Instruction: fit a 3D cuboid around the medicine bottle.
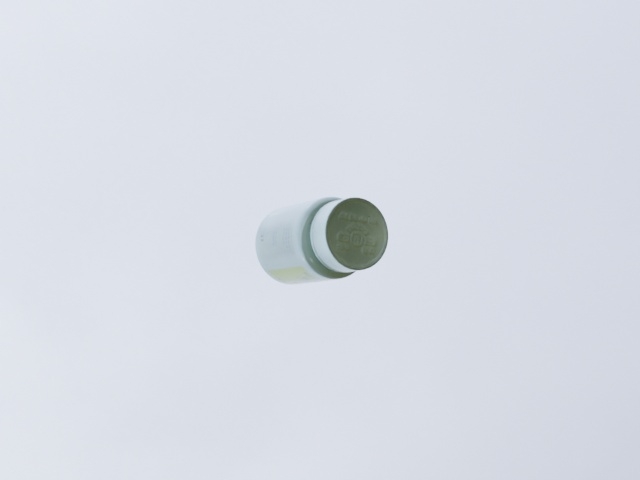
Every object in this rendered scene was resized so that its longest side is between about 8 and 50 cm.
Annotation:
[{"bbox_3d":[0.000,0.000,0.760,0.047,0.083,0.047,2,-95,-29],"label":"medicine bottle"}]
